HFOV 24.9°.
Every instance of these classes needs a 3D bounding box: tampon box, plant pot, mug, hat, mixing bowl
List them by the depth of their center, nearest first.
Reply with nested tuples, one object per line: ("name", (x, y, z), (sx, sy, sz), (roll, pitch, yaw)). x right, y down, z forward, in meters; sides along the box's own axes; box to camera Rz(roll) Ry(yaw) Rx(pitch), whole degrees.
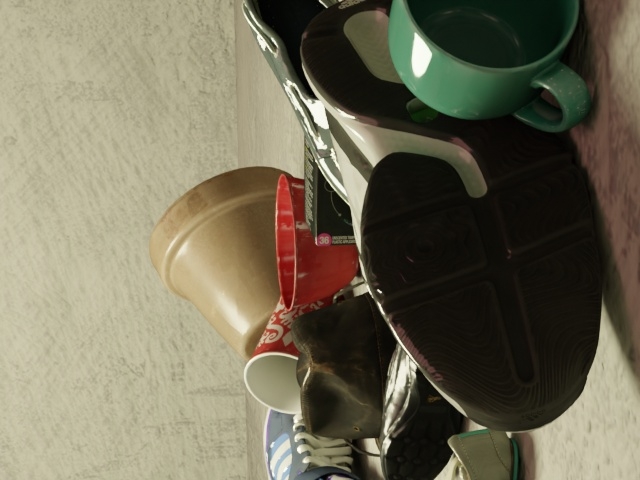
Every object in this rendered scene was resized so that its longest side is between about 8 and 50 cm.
("mug", (0.115, -0.140, 1.046), (0.097, 0.129, 0.158), (104, 161, -65))
("tampon box", (0.047, -0.086, 1.516), (0.101, 0.120, 0.161), (-118, 27, -71))
("hat", (0.033, 0.138, 1.633), (0.331, 0.134, 0.331), (178, 90, -81))
("mixing bowl", (0.000, 0.000, 1.908), (0.181, 0.098, 0.181), (177, 90, -81))
("mug", (-0.009, 0.137, 1.961), (0.169, 0.150, 0.113), (-70, -23, -49))
("plant pot", (-0.098, 0.054, 2.191), (0.263, 0.263, 0.229), (98, 149, -50))

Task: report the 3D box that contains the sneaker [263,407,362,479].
("sneaker", (0.015, 0.305, 1.914), (0.236, 0.130, 0.323), (145, 136, -59))

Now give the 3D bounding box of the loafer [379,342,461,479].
("loafer", (0.101, 0.147, 1.409), (0.078, 0.076, 0.223), (-97, 13, -56))

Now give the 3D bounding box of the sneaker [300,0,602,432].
("sneaker", (0.118, 0.015, 1.158), (0.257, 0.169, 0.447), (71, 180, -45))

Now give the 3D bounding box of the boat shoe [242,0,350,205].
("boat shoe", (0.018, -0.135, 1.382), (0.319, 0.116, 0.099), (60, -168, 9))

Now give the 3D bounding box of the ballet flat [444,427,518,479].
("ballet flat", (0.132, 0.264, 1.240), (0.072, 0.068, 0.213), (-137, 45, -78))
